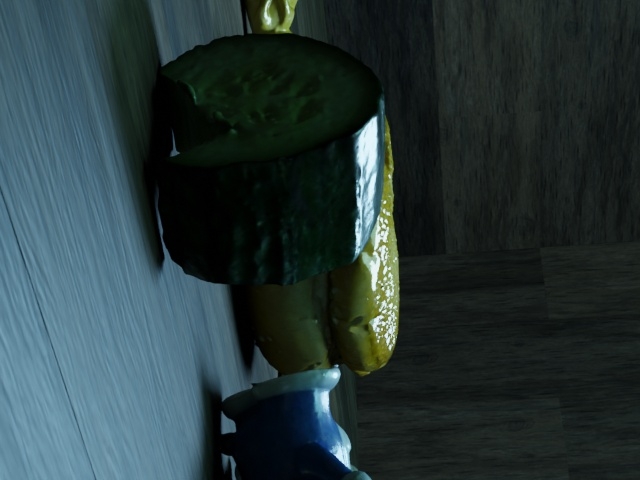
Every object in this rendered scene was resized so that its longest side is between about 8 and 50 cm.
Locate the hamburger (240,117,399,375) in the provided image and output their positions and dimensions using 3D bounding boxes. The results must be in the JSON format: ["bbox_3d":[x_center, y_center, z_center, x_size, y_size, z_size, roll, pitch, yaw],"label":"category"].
[{"bbox_3d":[0.000,0.000,1.842,0.290,0.170,0.314,-86,173,-48],"label":"hamburger"}]

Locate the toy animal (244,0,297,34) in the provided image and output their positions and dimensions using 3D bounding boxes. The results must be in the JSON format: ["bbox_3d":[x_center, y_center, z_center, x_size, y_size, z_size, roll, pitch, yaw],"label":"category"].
[{"bbox_3d":[-0.058,-0.248,2.044,0.083,0.070,0.159,-85,175,-79],"label":"toy animal"}]

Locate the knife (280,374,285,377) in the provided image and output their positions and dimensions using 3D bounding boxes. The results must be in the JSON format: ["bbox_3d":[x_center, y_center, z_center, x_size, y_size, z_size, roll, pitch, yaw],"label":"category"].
[{"bbox_3d":[-0.042,0.201,2.148,0.260,0.034,0.063,-74,168,-61],"label":"knife"}]

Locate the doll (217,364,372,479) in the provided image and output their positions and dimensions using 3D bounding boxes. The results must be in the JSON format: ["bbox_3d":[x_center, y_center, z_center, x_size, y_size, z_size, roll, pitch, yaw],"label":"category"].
[{"bbox_3d":[-0.013,0.242,1.522,0.215,0.161,0.257,145,-59,-64],"label":"doll"}]

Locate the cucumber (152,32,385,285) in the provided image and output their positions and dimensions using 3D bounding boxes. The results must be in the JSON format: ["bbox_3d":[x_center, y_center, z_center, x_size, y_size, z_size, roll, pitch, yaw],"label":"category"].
[{"bbox_3d":[-0.037,-0.071,1.305,0.191,0.191,0.130,-90,-177,-47],"label":"cucumber"}]
